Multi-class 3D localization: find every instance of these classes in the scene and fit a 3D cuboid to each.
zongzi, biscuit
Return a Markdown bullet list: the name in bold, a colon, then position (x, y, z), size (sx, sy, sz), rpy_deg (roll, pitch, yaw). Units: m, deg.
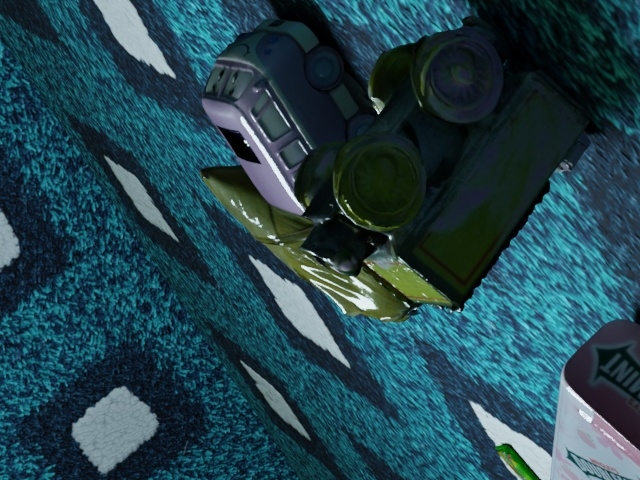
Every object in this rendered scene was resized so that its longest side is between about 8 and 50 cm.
- **zongzi**: position (0.000, 0.000, 1.824), size (0.251, 0.125, 0.274), rpy_deg (40, -169, 26)
- **biscuit**: position (0.289, 0.331, 2.171), size (0.089, 0.016, 0.046), rpy_deg (49, 166, 5)

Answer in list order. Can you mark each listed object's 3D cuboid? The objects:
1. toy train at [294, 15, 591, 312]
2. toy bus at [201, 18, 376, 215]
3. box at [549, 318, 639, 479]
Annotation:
- **toy train**: position (0.099, -0.063, 1.270), size (0.177, 0.261, 0.134), rpy_deg (39, 170, -12)
- **toy bus**: position (-0.035, -0.140, 1.698), size (0.202, 0.142, 0.142), rpy_deg (57, 166, -24)
- **box**: position (0.340, 0.233, 1.578), size (0.190, 0.112, 0.369), rpy_deg (45, 167, 22)
